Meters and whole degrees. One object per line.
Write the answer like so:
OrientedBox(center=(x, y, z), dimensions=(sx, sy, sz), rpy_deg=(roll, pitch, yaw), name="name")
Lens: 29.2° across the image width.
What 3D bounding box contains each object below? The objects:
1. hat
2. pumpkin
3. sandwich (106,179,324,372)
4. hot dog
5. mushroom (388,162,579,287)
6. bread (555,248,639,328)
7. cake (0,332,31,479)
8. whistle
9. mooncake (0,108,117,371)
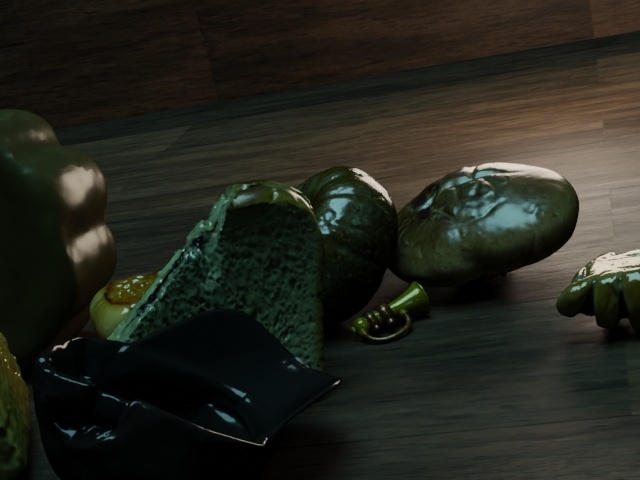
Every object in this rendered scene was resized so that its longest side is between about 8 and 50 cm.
OrientedBox(center=(-0.139, 0.208, 1.238), dimensions=(0.238, 0.208, 0.336), rpy_deg=(28, 23, 37), name="hat")
OrientedBox(center=(0.000, 0.000, 1.635), dimensions=(0.162, 0.219, 0.219), rpy_deg=(26, 5, -22), name="pumpkin")
OrientedBox(center=(-0.132, 0.065, 1.384), dimensions=(0.289, 0.254, 0.100), rpy_deg=(-7, 12, -22), name="sandwich")
OrientedBox(center=(-0.144, 0.104, 1.509), dimensions=(0.257, 0.153, 0.150), rpy_deg=(-19, 23, -20), name="hot dog")
OrientedBox(center=(0.215, -0.021, 1.667), dimensions=(0.278, 0.146, 0.278), rpy_deg=(-18, 19, 6), name="mushroom")
OrientedBox(center=(0.391, 0.056, 1.417), dimensions=(0.225, 0.081, 0.134), rpy_deg=(-7, 13, 23), name="bread")
OrientedBox(center=(-0.499, 0.185, 1.384), dimensions=(0.286, 0.222, 0.227), rpy_deg=(-23, 19, -4), name="cake")
OrientedBox(center=(0.092, 0.102, 1.569), dimensions=(0.109, 0.057, 0.046), rpy_deg=(-30, -21, -23), name="whistle")
OrientedBox(center=(-0.465, -0.001, 1.717), dimensions=(0.379, 0.378, 0.201), rpy_deg=(-6, 13, 19), name="mooncake")
